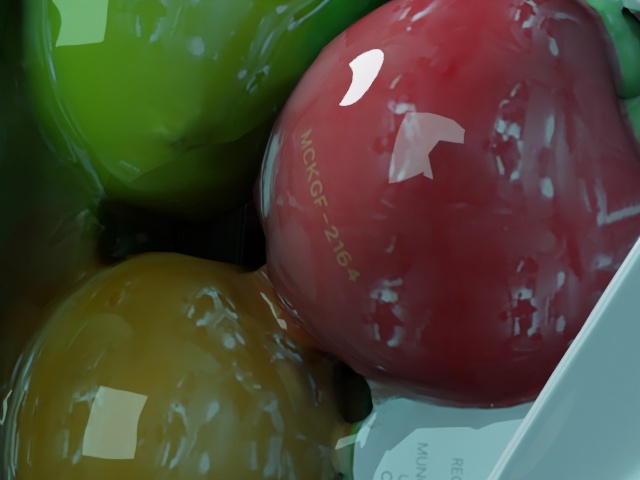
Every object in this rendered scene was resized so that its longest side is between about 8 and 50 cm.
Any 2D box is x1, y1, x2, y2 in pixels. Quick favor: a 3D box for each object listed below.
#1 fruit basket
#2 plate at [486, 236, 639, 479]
[{"bbox_3d":[0.000,0.000,0.526,0.353,0.165,0.327,0,82,22],"label":"fruit basket"},{"bbox_3d":[0.185,0.023,0.319,0.277,0.045,0.278,40,103,46],"label":"plate"}]
